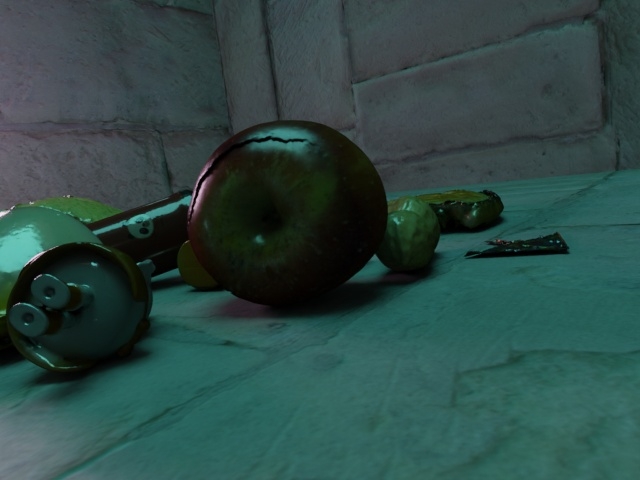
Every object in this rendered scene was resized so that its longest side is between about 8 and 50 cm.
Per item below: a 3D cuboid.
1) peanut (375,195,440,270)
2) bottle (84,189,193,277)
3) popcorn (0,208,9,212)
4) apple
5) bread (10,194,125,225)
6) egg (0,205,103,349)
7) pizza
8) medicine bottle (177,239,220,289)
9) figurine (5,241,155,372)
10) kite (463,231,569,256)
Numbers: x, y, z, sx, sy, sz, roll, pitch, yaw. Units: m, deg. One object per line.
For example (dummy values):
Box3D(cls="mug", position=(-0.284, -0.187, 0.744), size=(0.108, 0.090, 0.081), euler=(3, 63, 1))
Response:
Box3D(cls="peanut", position=(0.142, -0.009, 0.803), size=(0.101, 0.117, 0.263), euler=(-26, 4, 21))
Box3D(cls="bottle", position=(-0.381, 0.017, 0.917), size=(0.336, 0.144, 0.144), euler=(-21, 12, -20))
Box3D(cls="popcorn", position=(-0.771, 0.022, 1.127), size=(0.183, 0.204, 0.221), euler=(9, -28, -36))
Box3D(cls="apple", position=(-0.046, -0.040, 0.684), size=(0.272, 0.251, 0.206), euler=(-37, -2, 19))
Box3D(cls="bread", position=(-0.573, -0.016, 1.168), size=(0.236, 0.165, 0.375), euler=(20, 2, -10))
Box3D(cls="egg", position=(-0.440, 0.049, 0.680), size=(0.264, 0.174, 0.286), euler=(-15, 9, 21))
Box3D(cls="pizza", position=(0.317, -0.078, 1.246), size=(0.435, 0.080, 0.392), euler=(-11, 8, -17))
Box3D(cls="medicine bottle", position=(-0.166, 0.024, 0.905), size=(0.096, 0.096, 0.192), euler=(-4, 9, 26))
Box3D(cls="figurine", position=(-0.252, 0.077, 0.566), size=(0.143, 0.143, 0.271), euler=(-7, -17, 7))
Box3D(cls="kite", position=(0.354, 0.007, 0.836), size=(0.232, 0.009, 0.189), euler=(-10, 7, -21))
